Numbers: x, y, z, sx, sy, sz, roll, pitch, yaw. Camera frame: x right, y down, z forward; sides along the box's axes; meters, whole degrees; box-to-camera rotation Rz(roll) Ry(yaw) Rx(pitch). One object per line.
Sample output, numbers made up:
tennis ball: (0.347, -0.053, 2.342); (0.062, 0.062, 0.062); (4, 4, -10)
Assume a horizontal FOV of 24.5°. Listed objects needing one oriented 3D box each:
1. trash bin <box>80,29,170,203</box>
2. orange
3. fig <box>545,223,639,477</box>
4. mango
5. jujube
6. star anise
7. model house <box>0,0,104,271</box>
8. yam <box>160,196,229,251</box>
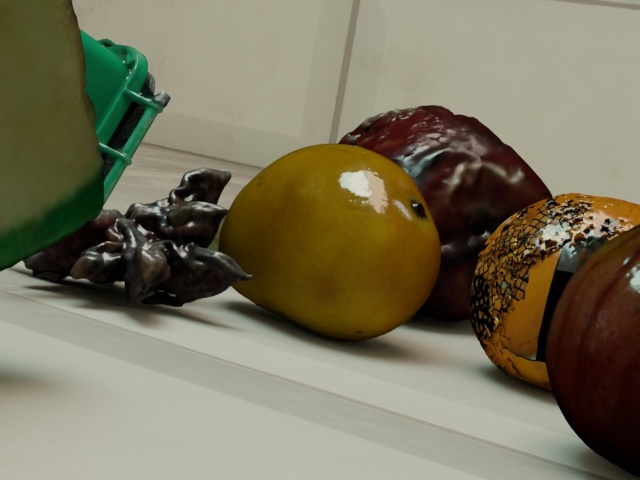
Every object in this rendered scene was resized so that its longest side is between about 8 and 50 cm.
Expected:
trash bin: (-0.392, -0.183, 1.608); (0.295, 0.259, 0.381); (17, -16, 45)
orange: (0.250, 0.053, 1.301); (0.234, 0.182, 0.234); (3, -5, 0)
fig: (0.271, 0.076, 1.008); (0.235, 0.214, 0.235); (31, 15, -10)
mango: (0.005, -0.006, 1.379); (0.254, 0.175, 0.139); (21, -4, 45)
jujube: (0.125, -0.033, 1.650); (0.258, 0.258, 0.376); (9, 13, -4)
star anise: (-0.181, 0.001, 1.378); (0.212, 0.129, 0.283); (-4, -1, -14)
model house: (-0.390, -0.113, 0.894); (0.343, 0.334, 0.382); (7, 28, 30)
yam: (-0.076, 0.013, 1.603); (0.083, 0.083, 0.371); (4, 8, -42)
